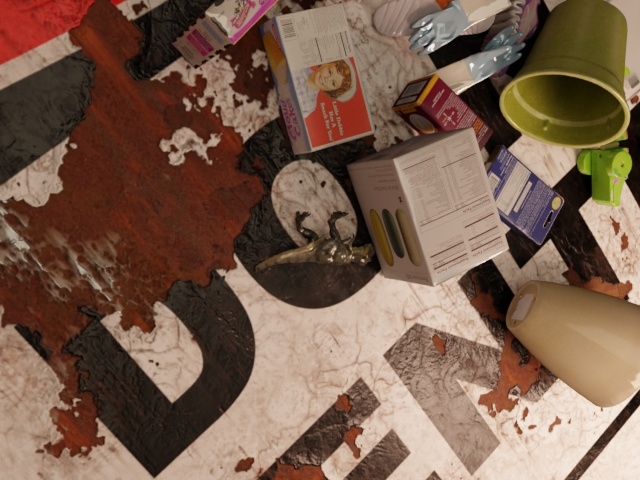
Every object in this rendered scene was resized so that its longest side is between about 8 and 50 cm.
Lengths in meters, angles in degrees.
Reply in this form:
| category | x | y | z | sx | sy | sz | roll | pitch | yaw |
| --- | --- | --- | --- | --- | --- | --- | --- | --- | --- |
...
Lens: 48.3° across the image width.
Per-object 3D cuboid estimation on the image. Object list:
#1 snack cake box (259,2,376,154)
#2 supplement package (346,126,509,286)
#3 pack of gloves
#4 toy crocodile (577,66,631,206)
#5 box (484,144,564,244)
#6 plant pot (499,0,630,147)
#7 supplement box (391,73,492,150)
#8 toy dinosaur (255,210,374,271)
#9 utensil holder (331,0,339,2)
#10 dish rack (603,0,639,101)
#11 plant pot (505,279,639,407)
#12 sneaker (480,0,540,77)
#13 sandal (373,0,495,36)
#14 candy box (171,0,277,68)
| category | x | y | z | sx | sy | sz | roll | pitch | yaw |
| --- | --- | --- | --- | --- | --- | --- | --- | --- | --- |
| snack cake box | -0.005 | -0.317 | 1.412 | 0.152 | 0.089 | 0.264 | -19 | 100 | -25 |
| supplement package | 0.216 | -0.070 | 1.463 | 0.198 | 0.199 | 0.262 | -24 | 102 | -22 |
| pack of gloves | 0.313 | -0.417 | 1.507 | 0.232 | 0.046 | 0.195 | -30 | 118 | 8 |
| toy crocodile | 0.693 | -0.250 | 1.720 | 0.105 | 0.115 | 0.340 | -10 | 98 | -24 |
| box | 0.460 | -0.102 | 1.665 | 0.225 | 0.036 | 0.136 | 35 | 78 | -21 |
| plant pot | 0.571 | -0.389 | 1.603 | 0.276 | 0.276 | 0.253 | 30 | 68 | -23 |
| supplement box | 0.261 | -0.259 | 1.529 | 0.188 | 0.104 | 0.080 | 39 | 77 | -21 |
| toy dinosaur | 0.000 | 0.000 | 1.445 | 0.268 | 0.064 | 0.118 | -3 | 100 | -22 |
| utensil holder | 0.018 | -0.689 | 1.282 | 0.385 | 0.328 | 0.327 | 46 | 74 | -17 |
| dish rack | 0.782 | -0.515 | 1.781 | 0.333 | 0.072 | 0.285 | -38 | 106 | -20 |
| plant pot | 0.578 | 0.208 | 1.638 | 0.274 | 0.256 | 0.256 | 28 | 80 | -8 |
| sneaker | 0.439 | -0.474 | 1.614 | 0.105 | 0.095 | 0.236 | 21 | 82 | -32 |
| sandal | 0.240 | -0.494 | 1.527 | 0.265 | 0.076 | 0.101 | -5 | 117 | -5 |
| candy box | -0.160 | -0.397 | 1.256 | 0.071 | 0.233 | 0.159 | 46 | 74 | -19 |
